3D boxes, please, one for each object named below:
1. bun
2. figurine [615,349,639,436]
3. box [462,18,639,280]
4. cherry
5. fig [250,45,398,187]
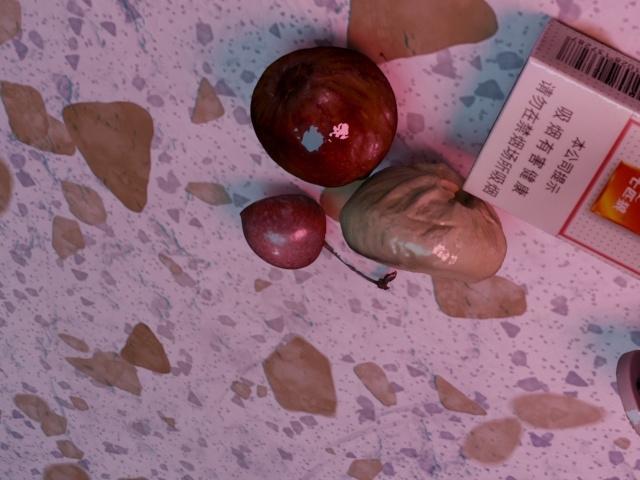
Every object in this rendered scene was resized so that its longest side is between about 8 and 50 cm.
[{"bbox_3d":[0.127,-0.031,1.471,0.222,0.222,0.128,14,97,19],"label":"bun"},{"bbox_3d":[0.479,0.147,1.443,0.236,0.176,0.133,-26,95,35],"label":"figurine"},{"bbox_3d":[0.348,-0.074,1.368,0.330,0.095,0.210,27,137,4],"label":"box"},{"bbox_3d":[0.000,0.000,1.653,0.225,0.090,0.107,16,122,-7],"label":"cherry"},{"bbox_3d":[0.024,-0.127,1.475,0.175,0.175,0.207,-11,136,37],"label":"fig"}]
